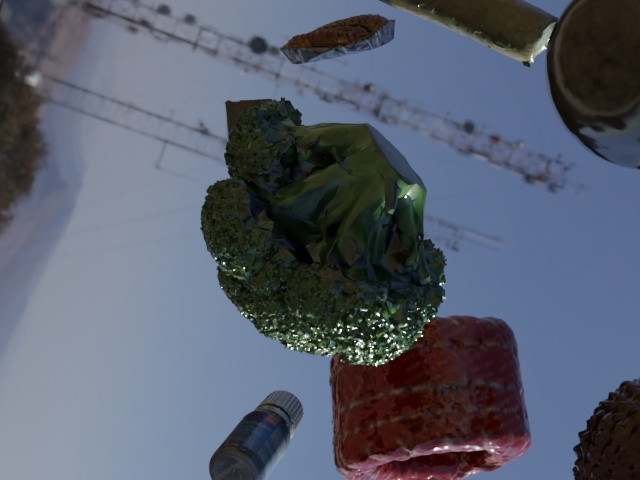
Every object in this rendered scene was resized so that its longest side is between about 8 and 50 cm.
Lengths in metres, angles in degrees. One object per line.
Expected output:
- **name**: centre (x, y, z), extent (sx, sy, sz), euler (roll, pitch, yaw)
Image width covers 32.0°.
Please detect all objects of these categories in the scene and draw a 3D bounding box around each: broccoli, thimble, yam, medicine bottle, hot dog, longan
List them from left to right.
- **medicine bottle**: centre (-0.088, 0.293, 1.634), extent (0.083, 0.083, 0.203), euler (-65, 170, 25)
- **broccoli**: centre (0.006, 0.003, 1.506), extent (0.321, 0.309, 0.413), euler (72, -4, -47)
- **hot dog**: centre (0.025, -0.322, 1.775), extent (0.099, 0.192, 0.053), euler (-49, 129, -60)
- **thimble**: centre (0.186, 0.277, 1.889), extent (0.350, 0.350, 0.231), euler (131, -44, -59)
- **yam**: centre (0.166, -0.339, 1.549), extent (0.371, 0.083, 0.083), euler (33, -71, 33)
- **longan**: centre (0.285, -0.138, 0.991), extent (0.185, 0.159, 0.205), euler (-1, 76, -73)

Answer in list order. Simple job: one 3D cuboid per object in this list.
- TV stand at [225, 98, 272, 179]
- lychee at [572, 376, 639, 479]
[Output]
- **TV stand**: centre (-0.107, -0.115, 1.835), extent (0.083, 0.088, 0.270), euler (91, -9, -48)
- **lychee**: centre (0.408, 0.263, 1.187), extent (0.304, 0.275, 0.276), euler (-13, -126, 40)
